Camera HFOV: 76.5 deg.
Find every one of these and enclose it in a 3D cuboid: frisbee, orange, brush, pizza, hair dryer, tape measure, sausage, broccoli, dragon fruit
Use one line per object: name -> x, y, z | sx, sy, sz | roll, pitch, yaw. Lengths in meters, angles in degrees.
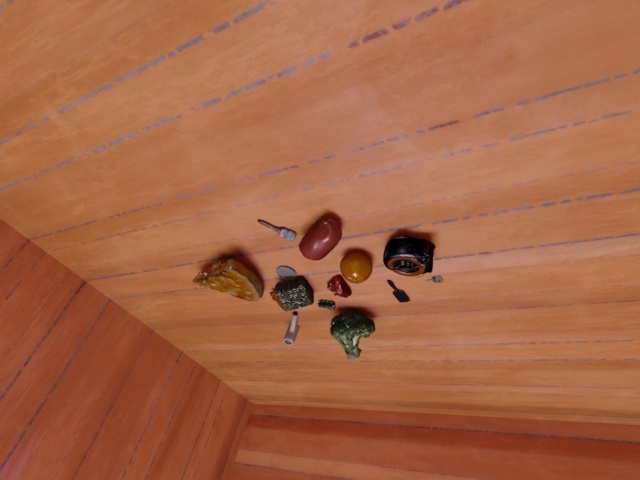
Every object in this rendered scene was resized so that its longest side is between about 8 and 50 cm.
frisbee -> -0.182, 0.173, 2.171 | 0.110, 0.014, 0.110 | 9, 140, 7
orange -> 0.167, 0.132, 1.907 | 0.159, 0.136, 0.158 | 11, 144, 8
brush -> -0.208, -0.053, 1.910 | 0.197, 0.021, 0.070 | 27, 141, -9
pizza -> -0.528, 0.198, 2.236 | 0.407, 0.130, 0.439 | 4, 150, 16
hair dryer -> -0.169, 0.537, 2.530 | 0.073, 0.131, 0.236 | 17, 127, 3
tape measure -> 0.384, 0.067, 1.763 | 0.223, 0.135, 0.202 | 4, 149, 18
sausage -> 0.000, 0.000, 1.805 | 0.148, 0.148, 0.254 | 32, 138, -18
broccoli -> 0.174, 0.522, 2.270 | 0.270, 0.269, 0.270 | -3, 164, -1
dragon fruit -> 0.088, 0.258, 2.132 | 0.107, 0.083, 0.162 | -7, 138, 29
brush -> 0.392, 0.260, 2.076 | 0.063, 0.016, 0.193 | -16, 131, 33

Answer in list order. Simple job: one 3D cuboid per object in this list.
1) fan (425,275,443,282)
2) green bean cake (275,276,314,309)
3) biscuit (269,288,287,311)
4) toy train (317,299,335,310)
fan -> 0.554, 0.192, 1.950 | 0.060, 0.003, 0.080 | 34, 137, -19
green bean cake -> -0.139, 0.295, 2.202 | 0.182, 0.094, 0.173 | -16, 130, 12
biscuit -> -0.198, 0.324, 2.331 | 0.183, 0.043, 0.280 | 6, 142, 6
toy train -> 0.034, 0.370, 2.312 | 0.103, 0.044, 0.064 | 5, 150, 13
